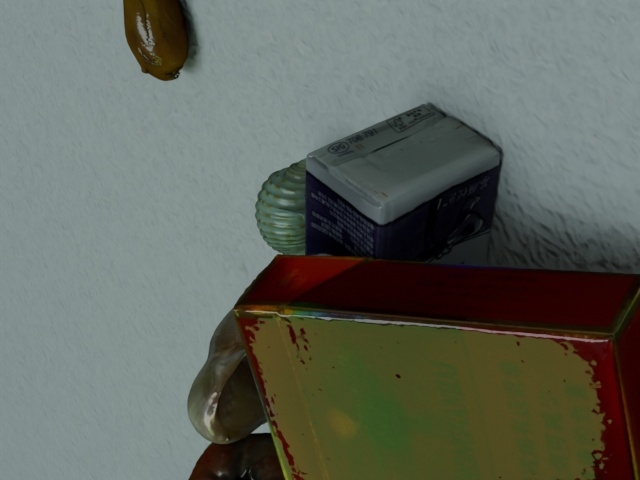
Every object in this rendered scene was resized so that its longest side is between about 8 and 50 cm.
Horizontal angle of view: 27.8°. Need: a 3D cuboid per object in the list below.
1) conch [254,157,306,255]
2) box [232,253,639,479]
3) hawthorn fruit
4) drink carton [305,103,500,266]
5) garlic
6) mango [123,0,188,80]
[{"bbox_3d":[0.005,-0.005,1.227,0.153,0.102,0.135,61,172,-30],"label":"conch"},{"bbox_3d":[0.102,0.119,1.001,0.313,0.089,0.197,3,123,30],"label":"box"},{"bbox_3d":[-0.050,0.342,1.480,0.210,0.210,0.262,37,158,39],"label":"hawthorn fruit"},{"bbox_3d":[0.066,0.014,1.117,0.102,0.134,0.222,35,139,37],"label":"drink carton"},{"bbox_3d":[-0.084,0.143,1.437,0.124,0.174,0.099,19,160,39],"label":"garlic"},{"bbox_3d":[-0.181,-0.232,1.393,0.077,0.063,0.127,21,128,60],"label":"mango"}]
